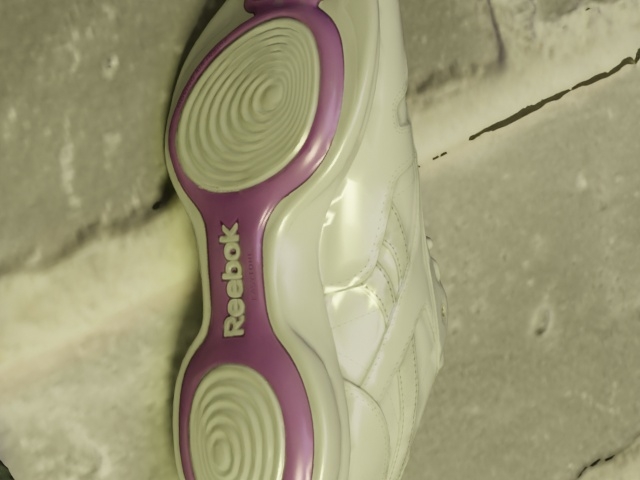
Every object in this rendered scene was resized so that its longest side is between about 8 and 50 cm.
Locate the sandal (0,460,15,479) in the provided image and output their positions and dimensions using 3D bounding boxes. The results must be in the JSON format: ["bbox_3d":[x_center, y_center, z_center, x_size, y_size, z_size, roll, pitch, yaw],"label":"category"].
[{"bbox_3d":[-0.283,0.104,0.668,0.445,0.107,0.168,8,84,-42],"label":"sandal"}]

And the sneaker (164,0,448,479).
[{"bbox_3d":[0.000,0.000,0.945,0.152,0.114,0.305,5,90,-56],"label":"sneaker"}]
